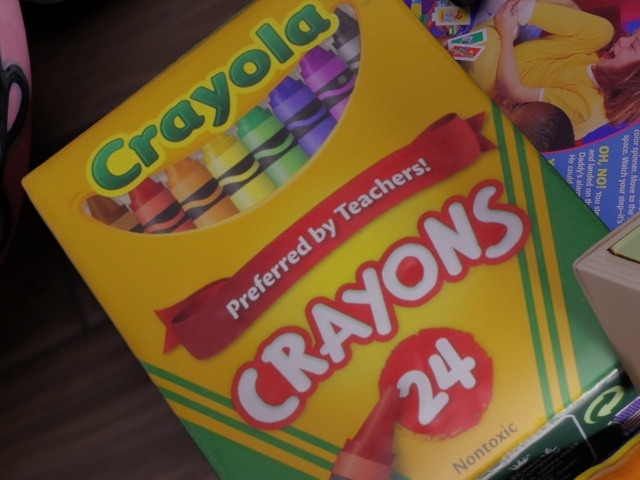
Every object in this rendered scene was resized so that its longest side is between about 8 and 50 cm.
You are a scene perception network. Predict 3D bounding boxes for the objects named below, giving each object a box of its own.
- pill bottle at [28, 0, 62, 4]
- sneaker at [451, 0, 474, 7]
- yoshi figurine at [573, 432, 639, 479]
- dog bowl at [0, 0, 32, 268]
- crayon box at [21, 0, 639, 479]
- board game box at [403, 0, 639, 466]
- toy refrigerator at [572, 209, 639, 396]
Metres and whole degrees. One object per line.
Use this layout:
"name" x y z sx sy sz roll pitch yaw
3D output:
"pill bottle" -0.147 -0.231 1.112 0.265 0.153 0.153 -36 60 -1
"sneaker" 0.063 -0.202 0.997 0.089 0.051 0.170 -35 56 5
"yoshi figurine" 0.226 0.246 0.756 0.362 0.203 0.203 31 95 25
"dog bowl" -0.322 -0.071 1.011 0.408 0.150 0.408 3 95 33
"crayon box" 0.000 0.000 0.906 0.202 0.081 0.318 -38 59 -1
"board game box" 0.117 -0.043 0.979 0.233 0.078 0.347 1 66 19
"toy refrigerator" 0.241 -0.029 0.770 0.269 0.094 0.102 -36 22 -13
